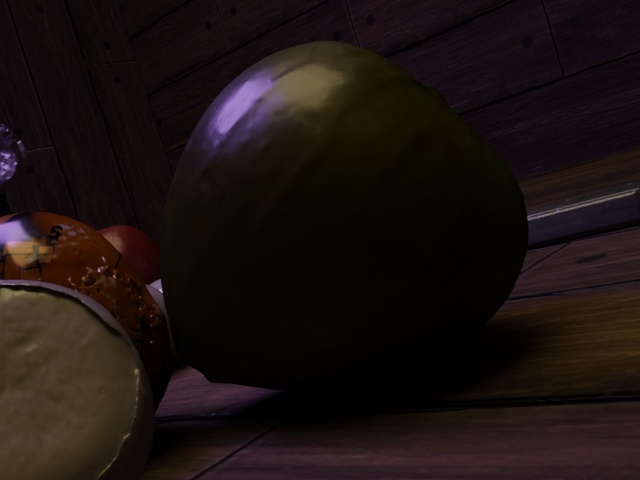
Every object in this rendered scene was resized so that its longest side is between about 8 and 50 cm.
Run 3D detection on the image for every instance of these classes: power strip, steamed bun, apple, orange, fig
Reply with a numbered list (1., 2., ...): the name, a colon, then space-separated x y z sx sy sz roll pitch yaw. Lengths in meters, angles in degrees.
1. power strip: 0.339 -0.027 1.096 0.272 0.052 0.078 -16 4 31
2. steamed bun: -0.221 0.127 0.483 0.228 0.177 0.130 -19 -22 -27
3. apple: -0.327 0.087 1.198 0.218 0.201 0.218 -12 -14 -3
4. orange: -0.238 0.087 0.671 0.182 0.234 0.234 -20 4 -38
5. fig: 0.000 0.000 0.664 0.316 0.316 0.316 -17 3 1

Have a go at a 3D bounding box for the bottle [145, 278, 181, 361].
1. bottle: -0.241 0.115 1.024 0.147 0.147 0.236 -14 -3 44

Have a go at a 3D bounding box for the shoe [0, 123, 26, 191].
1. shoe: -0.595 -0.114 1.071 0.198 0.172 0.351 -13 3 38

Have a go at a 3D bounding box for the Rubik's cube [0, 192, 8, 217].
1. Rubik's cube: -0.560 0.125 1.087 0.310 0.307 0.305 -18 1 -30
